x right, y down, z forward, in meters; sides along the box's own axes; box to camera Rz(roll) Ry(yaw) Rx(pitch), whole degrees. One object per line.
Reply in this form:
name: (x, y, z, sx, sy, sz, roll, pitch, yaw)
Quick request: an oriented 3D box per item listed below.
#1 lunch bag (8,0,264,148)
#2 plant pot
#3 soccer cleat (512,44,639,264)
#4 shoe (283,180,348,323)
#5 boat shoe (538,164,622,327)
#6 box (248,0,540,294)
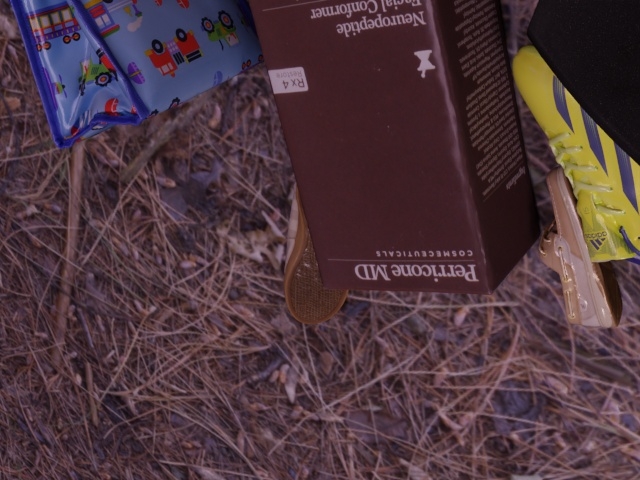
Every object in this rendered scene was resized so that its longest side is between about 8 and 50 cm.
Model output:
lunch bag: (-0.204, -0.273, 0.947, 0.138, 0.221, 0.293, -10, 109, 38)
plant pot: (0.271, -0.178, 0.713, 0.167, 0.188, 0.187, 41, 132, 28)
soccer cleat: (0.256, -0.045, 0.824, 0.121, 0.093, 0.289, -44, 88, 12)
shoe: (0.000, 0.000, 1.075, 0.076, 0.058, 0.219, 4, 126, -2)
boat shoe: (0.235, 0.010, 0.907, 0.059, 0.063, 0.170, -10, 109, 32)
box: (0.065, -0.147, 0.890, 0.191, 0.143, 0.382, -1, 116, 34)
